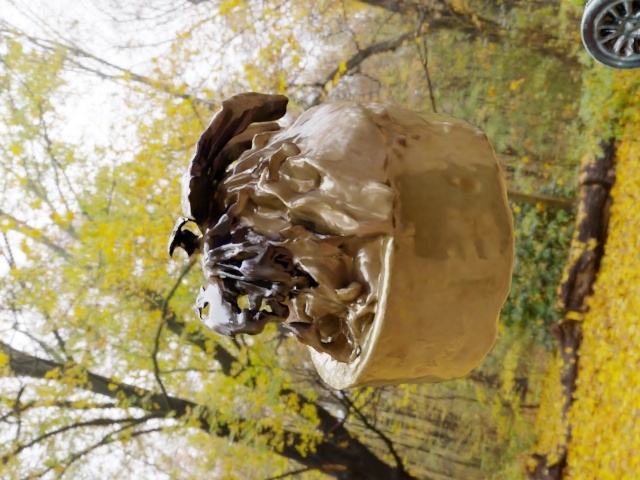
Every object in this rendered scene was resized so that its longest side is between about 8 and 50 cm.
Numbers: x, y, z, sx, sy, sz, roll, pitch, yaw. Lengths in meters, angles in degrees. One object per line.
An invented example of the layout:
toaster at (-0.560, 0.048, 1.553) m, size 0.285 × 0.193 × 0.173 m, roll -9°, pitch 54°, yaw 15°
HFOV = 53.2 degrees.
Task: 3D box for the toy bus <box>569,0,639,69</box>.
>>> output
toy bus at (0.127, -0.206, 0.303) m, size 0.128 × 0.262 × 0.150 m, roll -61°, pitch 4°, yaw -39°

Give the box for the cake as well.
cake at (-0.003, 0.002, 0.697) m, size 0.332 × 0.321 × 0.332 m, roll -176°, pitch 90°, yaw -73°
